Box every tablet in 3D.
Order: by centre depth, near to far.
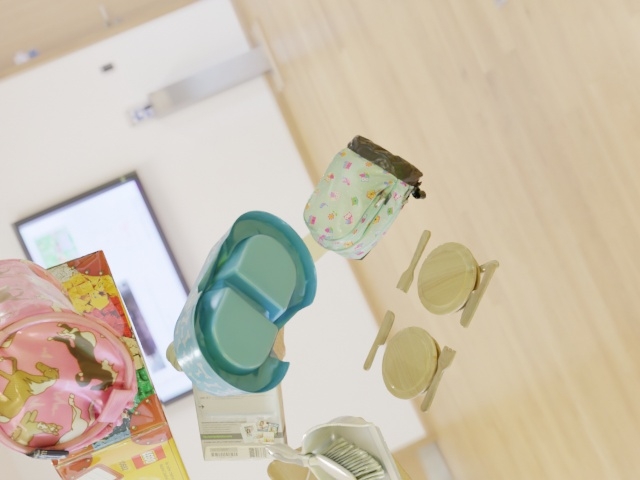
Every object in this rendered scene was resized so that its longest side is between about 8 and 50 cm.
[{"bbox_3d":[0.000,0.000,2.274,0.054,0.083,0.006,54,151,-10],"label":"tablet"}]

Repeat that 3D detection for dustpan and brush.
[{"bbox_3d":[0.008,0.264,1.363,0.211,0.060,0.147,13,131,55],"label":"dustpan and brush"}]

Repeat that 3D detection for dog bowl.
[{"bbox_3d":[-0.107,0.092,1.588,0.166,0.074,0.297,41,-136,-21],"label":"dog bowl"}]

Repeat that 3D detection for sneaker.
[{"bbox_3d":[-0.209,0.164,1.968,0.054,0.152,0.061,28,-170,-32],"label":"sneaker"}]

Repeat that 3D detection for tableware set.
[{"bbox_3d":[0.133,0.096,1.324,0.039,0.194,0.128,19,-172,-40],"label":"tableware set"}]

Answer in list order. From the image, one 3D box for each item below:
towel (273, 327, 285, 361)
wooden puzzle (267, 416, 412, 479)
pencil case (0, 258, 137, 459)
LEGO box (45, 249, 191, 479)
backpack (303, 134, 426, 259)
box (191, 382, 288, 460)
[{"bbox_3d":[-0.104,0.141,2.243,0.187,0.049,0.282,78,-171,-53],"label":"towel"},{"bbox_3d":[0.043,0.491,2.363,0.221,0.239,0.044,53,-163,-19],"label":"wooden puzzle"},{"bbox_3d":[-0.325,0.118,1.273,0.386,0.160,0.167,20,124,65],"label":"pencil case"},{"bbox_3d":[-0.382,0.318,2.066,0.500,0.193,0.372,85,162,-57],"label":"LEGO box"},{"bbox_3d":[0.056,-0.064,1.774,0.152,0.182,0.115,34,-178,38],"label":"backpack"},{"bbox_3d":[-0.135,0.285,1.912,0.038,0.145,0.186,-82,-12,-62],"label":"box"}]
